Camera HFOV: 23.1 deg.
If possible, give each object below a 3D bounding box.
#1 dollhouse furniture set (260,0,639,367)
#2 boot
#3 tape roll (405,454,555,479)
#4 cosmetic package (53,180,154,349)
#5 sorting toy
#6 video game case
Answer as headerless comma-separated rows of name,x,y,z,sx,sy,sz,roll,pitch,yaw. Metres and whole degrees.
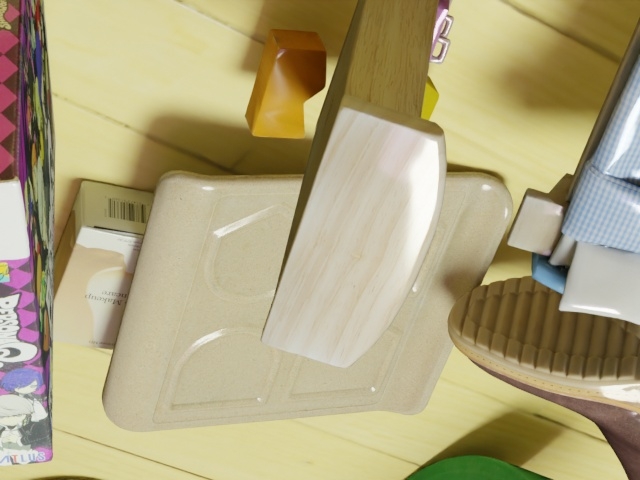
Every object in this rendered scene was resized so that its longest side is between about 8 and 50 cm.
dollhouse furniture set,0.159,-0.053,0.742,0.303,0.198,0.286,17,126,-4
boot,0.205,0.130,1.015,0.248,0.090,0.207,12,139,21
tape roll,0.106,0.324,1.154,0.077,0.321,0.321,24,131,-28
cosmetic package,-0.138,0.018,0.994,0.060,0.041,0.115,9,137,-17
sorting toy,0.000,0.000,0.974,0.229,0.041,0.307,1,131,-23
video game case,-0.158,-0.041,0.782,0.042,0.232,0.210,-2,138,-6
